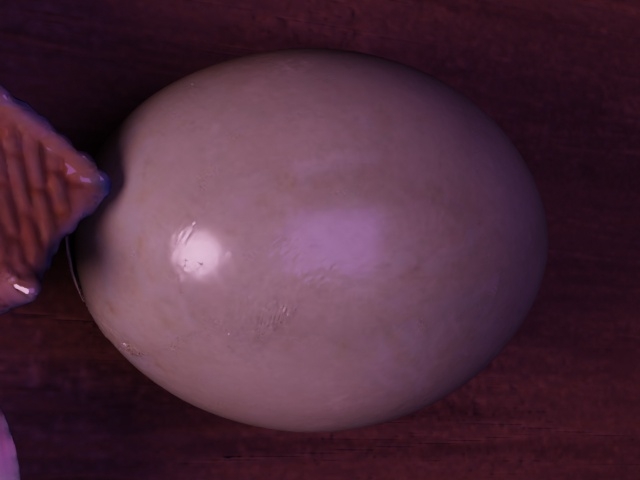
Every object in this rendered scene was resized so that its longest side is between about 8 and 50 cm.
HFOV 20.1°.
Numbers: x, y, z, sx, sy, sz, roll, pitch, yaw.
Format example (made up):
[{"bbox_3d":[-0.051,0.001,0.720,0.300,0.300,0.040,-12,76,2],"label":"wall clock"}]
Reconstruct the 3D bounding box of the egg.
[{"bbox_3d":[0.000,0.000,0.880,0.253,0.186,0.186,1,91,-29],"label":"egg"}]

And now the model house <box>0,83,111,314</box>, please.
[{"bbox_3d":[-0.198,-0.043,0.787,0.172,0.166,0.183,-5,79,-47],"label":"model house"}]

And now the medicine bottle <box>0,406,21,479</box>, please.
[{"bbox_3d":[-0.336,0.130,0.722,0.426,0.108,0.108,-4,94,-31],"label":"medicine bottle"}]
